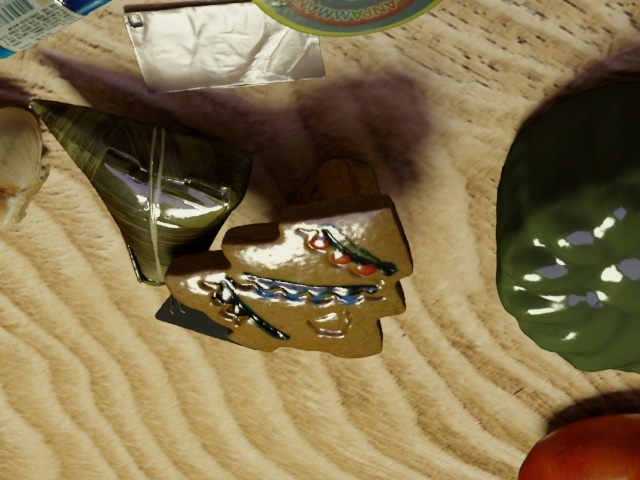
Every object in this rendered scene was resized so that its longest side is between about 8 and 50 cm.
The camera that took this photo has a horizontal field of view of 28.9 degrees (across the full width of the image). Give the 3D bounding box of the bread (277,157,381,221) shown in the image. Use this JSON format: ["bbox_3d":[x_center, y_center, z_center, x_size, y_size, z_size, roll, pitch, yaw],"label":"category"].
[{"bbox_3d":[0.000,0.000,1.411,0.083,0.114,0.211,1,145,-25],"label":"bread"}]

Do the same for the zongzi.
[{"bbox_3d":[-0.222,-0.048,1.370,0.241,0.111,0.247,20,142,-11],"label":"zongzi"}]

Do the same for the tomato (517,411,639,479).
[{"bbox_3d":[0.422,0.379,1.767,0.299,0.298,0.226,-20,170,26],"label":"tomato"}]

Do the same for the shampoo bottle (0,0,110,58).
[{"bbox_3d":[-0.289,-0.225,1.181,0.183,0.050,0.087,-21,139,27],"label":"shampoo bottle"}]

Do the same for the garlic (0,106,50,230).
[{"bbox_3d":[-0.365,-0.071,1.340,0.099,0.124,0.174,32,106,4],"label":"garlic"}]

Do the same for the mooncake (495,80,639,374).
[{"bbox_3d":[0.360,-0.002,1.318,0.357,0.194,0.356,1,143,1],"label":"mooncake"}]

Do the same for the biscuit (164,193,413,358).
[{"bbox_3d":[-0.014,0.041,1.339,0.278,0.043,0.301,18,141,-20],"label":"biscuit"}]

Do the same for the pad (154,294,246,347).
[{"bbox_3d":[-0.128,0.099,1.631,0.157,0.003,0.112,19,139,-20],"label":"pad"}]

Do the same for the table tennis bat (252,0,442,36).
[{"bbox_3d":[0.039,-0.305,1.057,0.224,0.054,0.368,0,145,-7],"label":"table tennis bat"}]

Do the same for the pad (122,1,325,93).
[{"bbox_3d":[-0.094,-0.196,1.245,0.188,0.006,0.113,-4,141,6],"label":"pad"}]
